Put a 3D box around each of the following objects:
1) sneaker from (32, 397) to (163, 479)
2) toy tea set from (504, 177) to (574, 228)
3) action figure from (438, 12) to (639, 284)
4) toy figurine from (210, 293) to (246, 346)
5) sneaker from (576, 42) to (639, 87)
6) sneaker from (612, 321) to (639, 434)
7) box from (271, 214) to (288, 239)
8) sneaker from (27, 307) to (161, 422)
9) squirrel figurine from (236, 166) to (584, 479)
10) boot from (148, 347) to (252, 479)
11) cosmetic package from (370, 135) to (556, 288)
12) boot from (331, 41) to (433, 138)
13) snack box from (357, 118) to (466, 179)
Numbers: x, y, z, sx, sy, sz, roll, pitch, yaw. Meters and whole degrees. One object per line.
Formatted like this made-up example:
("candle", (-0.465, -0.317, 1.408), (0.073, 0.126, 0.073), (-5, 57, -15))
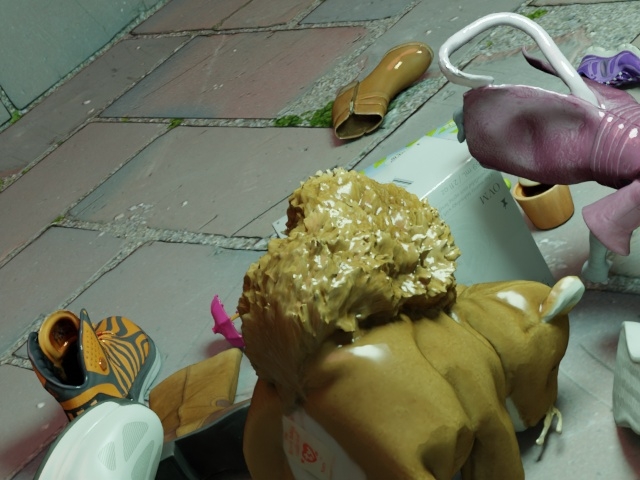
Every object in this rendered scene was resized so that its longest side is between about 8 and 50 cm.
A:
("sneaker", (-0.211, 0.375, 1.791), (0.257, 0.169, 0.447), (-1, 50, 30))
("toy tea set", (0.169, -0.029, 2.176), (0.336, 0.124, 0.200), (-33, 25, -7))
("action figure", (0.346, -0.115, 1.801), (0.248, 0.275, 0.370), (-40, 41, -22))
("toy figurine", (-0.075, 0.085, 2.265), (0.159, 0.130, 0.173), (-24, 2, 35))
("sneaker", (0.434, -0.242, 2.396), (0.071, 0.068, 0.170), (-53, 22, -14))
("sneaker", (0.390, 0.149, 1.652), (0.169, 0.108, 0.292), (4, 7, 1))
("box", (0.000, 0.000, 2.347), (0.101, 0.087, 0.102), (-30, 24, -1))
("sneaker", (-0.318, 0.151, 2.289), (0.124, 0.180, 0.321), (-27, 25, 5))
("squirrel figurine", (0.105, 0.102, 1.700), (0.370, 0.397, 0.281), (-31, 11, -36))
("boot", (-0.110, 0.216, 2.097), (0.264, 0.096, 0.280), (-33, 16, 11))
("cosmetic package", (0.134, 0.031, 1.980), (0.224, 0.224, 0.138), (-39, 26, -20))
("boot", (0.105, -0.244, 2.727), (0.197, 0.073, 0.152), (-33, 21, 21))
("snack box", (0.142, -0.076, 2.363), (0.207, 0.070, 0.174), (-28, 25, 0))
